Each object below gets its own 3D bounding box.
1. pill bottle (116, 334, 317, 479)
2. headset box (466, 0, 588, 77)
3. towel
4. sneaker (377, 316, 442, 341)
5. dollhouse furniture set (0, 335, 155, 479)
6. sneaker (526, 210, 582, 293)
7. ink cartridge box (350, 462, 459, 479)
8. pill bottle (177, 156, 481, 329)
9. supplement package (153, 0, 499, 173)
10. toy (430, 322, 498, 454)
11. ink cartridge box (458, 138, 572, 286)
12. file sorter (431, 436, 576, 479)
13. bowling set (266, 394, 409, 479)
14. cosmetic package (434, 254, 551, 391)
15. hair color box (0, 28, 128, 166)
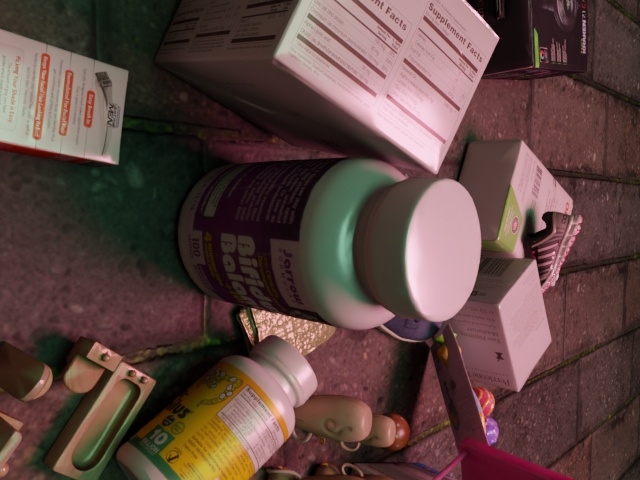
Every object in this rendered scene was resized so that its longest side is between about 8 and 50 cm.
[{"bbox_3d":[-0.103,0.201,0.620,0.208,0.117,0.117,-39,120,-32],"label":"pill bottle"},{"bbox_3d":[0.390,-0.439,1.080,0.283,0.131,0.246,-13,102,-44],"label":"headset box"},{"bbox_3d":[-0.042,0.107,0.751,0.148,0.027,0.110,-27,111,-40],"label":"towel"},{"bbox_3d":[0.127,0.047,0.834,0.350,0.148,0.131,49,60,-37],"label":"sneaker"},{"bbox_3d":[-0.218,0.165,0.502,0.151,0.123,0.144,47,61,-37],"label":"dollhouse furniture set"},{"bbox_3d":[0.402,0.020,1.020,0.063,0.075,0.170,-28,139,-57],"label":"sneaker"},{"bbox_3d":[0.155,0.417,0.893,0.203,0.148,0.086,22,81,-44],"label":"ink cartridge box"},{"bbox_3d":[0.000,0.000,0.587,0.169,0.301,0.169,-5,96,-46],"label":"pill bottle"},{"bbox_3d":[-0.005,-0.188,0.563,0.204,0.262,0.145,26,89,-38],"label":"supplement package"},{"bbox_3d":[0.244,0.262,0.917,0.056,0.137,0.237,-11,63,-10],"label":"toy"},{"bbox_3d":[0.376,-0.047,1.108,0.273,0.115,0.198,29,73,-43],"label":"ink cartridge box"},{"bbox_3d":[0.235,0.456,0.730,0.182,0.202,0.291,-21,110,-40],"label":"file sorter"},{"bbox_3d":[0.028,0.311,0.783,0.200,0.154,0.287,-15,103,-64],"label":"bowling set"},{"bbox_3d":[0.302,0.141,1.020,0.151,0.151,0.184,-37,118,-37],"label":"cosmetic package"},{"bbox_3d":[-0.258,-0.123,0.489,0.167,0.053,0.093,8,86,-45],"label":"hair color box"}]
